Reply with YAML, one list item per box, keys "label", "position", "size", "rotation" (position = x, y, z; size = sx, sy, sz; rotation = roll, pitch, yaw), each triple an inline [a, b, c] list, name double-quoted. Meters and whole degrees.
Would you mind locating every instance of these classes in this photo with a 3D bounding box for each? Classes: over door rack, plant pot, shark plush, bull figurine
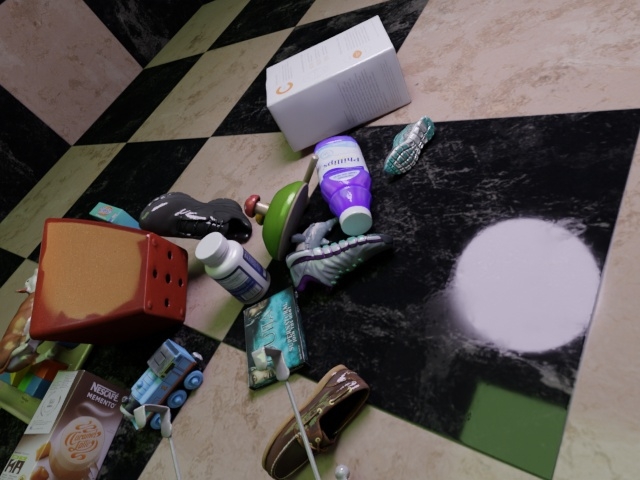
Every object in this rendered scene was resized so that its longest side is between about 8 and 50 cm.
- label: "over door rack"
  position: [-0.093, 0.340, 0.639]
  size: [0.239, 0.108, 0.324]
  rotation: [-29, 76, 13]
- label: "plant pot"
  position: [-0.460, 0.100, 1.056]
  size: [0.235, 0.267, 0.267]
  rotation: [-5, 73, 10]
- label: "shark plush"
  position: [0.000, 0.000, 1.010]
  size: [0.067, 0.073, 0.161]
  rotation: [34, 55, 29]
- label: "bull figurine"
  position: [-0.753, 0.202, 1.200]
  size: [0.188, 0.101, 0.310]
  rotation: [-20, 48, 21]

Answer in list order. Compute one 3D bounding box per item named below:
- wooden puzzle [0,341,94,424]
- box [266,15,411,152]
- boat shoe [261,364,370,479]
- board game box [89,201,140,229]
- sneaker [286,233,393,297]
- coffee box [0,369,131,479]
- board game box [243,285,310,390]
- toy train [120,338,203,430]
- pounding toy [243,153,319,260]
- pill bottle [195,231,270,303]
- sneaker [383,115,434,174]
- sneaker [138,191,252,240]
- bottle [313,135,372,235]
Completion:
- label: "wooden puzzle"
  position: [-0.754, 0.302, 1.249]
  size: [0.322, 0.080, 0.348]
  rotation: [1, 54, 37]
- label: "box"
  position: [0.041, -0.425, 1.231]
  size: [0.345, 0.168, 0.215]
  rotation: [-20, 44, 13]
- label: "boat shoe"
  position: [-0.006, 0.293, 0.709]
  size: [0.207, 0.073, 0.073]
  rotation: [-50, 40, -12]
- label: "board game box"
  position: [-0.525, -0.016, 1.268]
  size: [0.160, 0.210, 0.047]
  rotation: [15, 64, 43]
- label: "sneaker"
  position: [0.045, 0.052, 0.911]
  size: [0.223, 0.083, 0.098]
  rotation: [-14, 80, 16]
- label: "coffee box"
  position: [-0.522, 0.412, 0.933]
  size: [0.098, 0.141, 0.247]
  rotation: [-11, 49, 30]
- label: "board game box"
  position: [-0.093, 0.192, 0.901]
  size: [0.126, 0.026, 0.186]
  rotation: [-28, 42, 12]
- label: "toy train"
  position: [-0.323, 0.297, 0.916]
  size: [0.184, 0.105, 0.080]
  rotation: [-50, 41, -13]
- label: "pounding toy"
  position: [-0.099, -0.077, 1.012]
  size: [0.110, 0.183, 0.237]
  rotation: [19, 51, 4]
- label: "pill bottle"
  position: [-0.191, 0.059, 0.983]
  size: [0.094, 0.169, 0.094]
  rotation: [-20, 44, 21]
- label: "sneaker"
  position: [0.194, -0.214, 1.043]
  size: [0.166, 0.065, 0.076]
  rotation: [-49, 25, -16]
- label: "sneaker"
  position: [-0.293, -0.047, 1.105]
  size: [0.130, 0.286, 0.109]
  rotation: [40, 124, 40]
- label: "bottle"
  position: [0.056, -0.129, 1.024]
  size: [0.118, 0.092, 0.283]
  rotation: [-13, 44, 3]
